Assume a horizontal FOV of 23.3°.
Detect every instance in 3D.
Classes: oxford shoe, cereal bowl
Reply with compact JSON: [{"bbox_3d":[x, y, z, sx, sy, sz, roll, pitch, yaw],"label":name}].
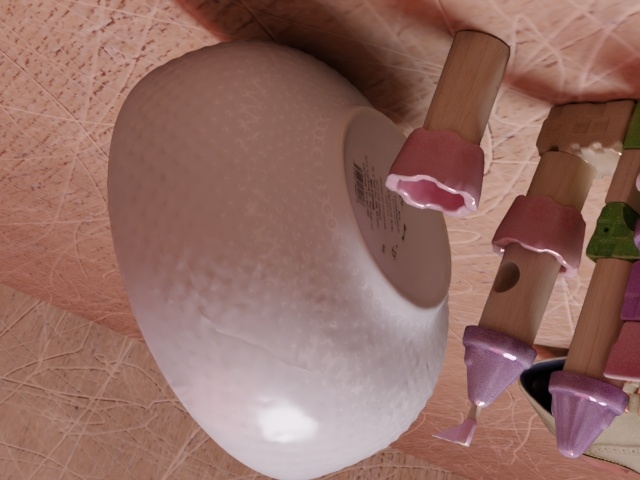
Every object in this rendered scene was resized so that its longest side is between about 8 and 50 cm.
[{"bbox_3d":[0.363,0.194,1.727,0.146,0.140,0.397,34,160,-22],"label":"oxford shoe"},{"bbox_3d":[0.000,0.000,1.158,0.141,0.339,0.339,-20,146,27],"label":"cereal bowl"}]

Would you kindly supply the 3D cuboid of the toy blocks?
[{"bbox_3d":[0.226,0.033,1.036,0.309,0.260,0.288,30,162,-36],"label":"toy blocks"}]
